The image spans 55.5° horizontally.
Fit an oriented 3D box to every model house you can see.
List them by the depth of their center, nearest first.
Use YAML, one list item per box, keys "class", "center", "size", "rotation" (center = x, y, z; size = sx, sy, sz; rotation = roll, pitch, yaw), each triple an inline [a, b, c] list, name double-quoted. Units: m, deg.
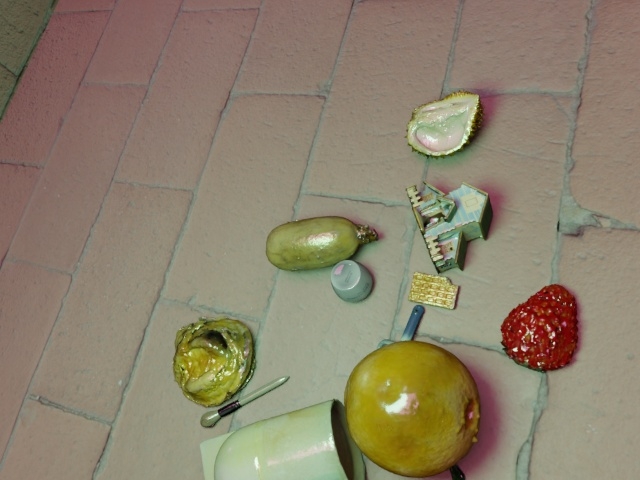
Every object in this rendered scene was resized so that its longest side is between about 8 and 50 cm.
- class: "model house"
  center: [0.373, -0.065, 1.676]
  size: [0.207, 0.178, 0.270]
  rotation: [-21, 59, 11]

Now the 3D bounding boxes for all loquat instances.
- class: "loquat"
  center: [0.217, 0.398, 1.454]
  size: [0.329, 0.328, 0.328]
  rotation: [-8, 65, 18]

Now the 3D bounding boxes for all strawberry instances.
- class: "strawberry"
  center: [0.553, 0.204, 1.518]
  size: [0.190, 0.111, 0.236]
  rotation: [23, 77, 31]

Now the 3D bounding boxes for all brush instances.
- class: "brush"
  center: [-0.220, 0.465, 1.759]
  size: [0.299, 0.039, 0.042]
  rotation: [-28, 22, 6]

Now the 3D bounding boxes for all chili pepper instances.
- class: "chili pepper"
  center: [0.328, 0.591, 1.483]
  size: [0.056, 0.035, 0.117]
  rotation: [-1, 71, 3]

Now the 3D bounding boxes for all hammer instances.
- class: "hammer"
  center: [0.233, 0.258, 1.656]
  size: [0.116, 0.069, 0.193]
  rotation: [16, 66, 27]

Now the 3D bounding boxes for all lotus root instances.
- class: "lotus root"
  center: [0.000, 0.000, 1.796]
  size: [0.343, 0.169, 0.151]
  rotation: [-12, 105, 18]

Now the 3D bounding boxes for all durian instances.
- class: "durian"
  center: [0.377, -0.339, 1.818]
  size: [0.250, 0.138, 0.183]
  rotation: [-17, 93, 24]

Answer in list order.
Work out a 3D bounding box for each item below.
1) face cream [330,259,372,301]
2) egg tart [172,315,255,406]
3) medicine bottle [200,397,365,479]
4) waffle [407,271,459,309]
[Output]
- class: "face cream"
  center: [0.088, 0.116, 1.746]
  size: [0.117, 0.104, 0.117]
  rotation: [-9, 64, 18]
- class: "egg tart"
  center: [-0.339, 0.348, 1.810]
  size: [0.297, 0.132, 0.296]
  rotation: [-9, 68, 24]
- class: "medicine bottle"
  center: [-0.114, 0.573, 1.550]
  size: [0.407, 0.235, 0.235]
  rotation: [-20, 62, 12]
- class: "waffle"
  center: [0.317, 0.139, 1.692]
  size: [0.135, 0.021, 0.092]
  rotation: [8, 71, 25]
